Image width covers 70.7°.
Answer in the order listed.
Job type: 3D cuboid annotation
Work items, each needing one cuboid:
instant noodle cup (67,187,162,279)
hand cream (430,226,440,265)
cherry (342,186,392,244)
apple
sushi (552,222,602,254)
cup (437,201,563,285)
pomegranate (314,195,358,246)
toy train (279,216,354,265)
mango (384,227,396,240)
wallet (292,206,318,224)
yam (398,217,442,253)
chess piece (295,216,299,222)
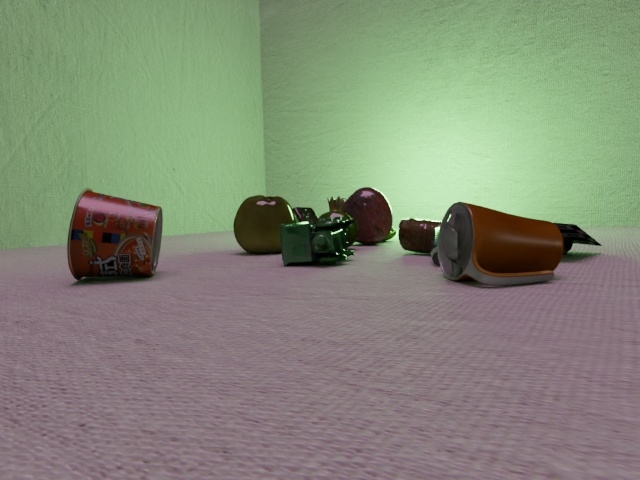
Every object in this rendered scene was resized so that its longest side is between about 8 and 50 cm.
[{"bbox_3d":[-0.545,-0.007,1.231,0.192,0.250,0.250,7,2,-13],"label":"instant noodle cup"},{"bbox_3d":[0.381,0.002,1.394,0.091,0.058,0.271,-7,19,24],"label":"hand cream"},{"bbox_3d":[0.211,-0.108,2.093,0.307,0.261,0.221,49,7,31],"label":"cherry"},{"bbox_3d":[-0.220,-0.061,1.827,0.263,0.261,0.262,-2,4,0],"label":"apple"},{"bbox_3d":[0.691,-0.001,1.497,0.360,0.064,0.343,8,-5,45],"label":"sushi"},{"bbox_3d":[0.412,0.022,1.034,0.264,0.182,0.226,4,36,-9],"label":"cup"},{"bbox_3d":[0.064,-0.072,1.868,0.187,0.224,0.187,-2,-10,0],"label":"pomegranate"},{"bbox_3d":[0.000,0.000,1.451,0.202,0.144,0.266,-3,3,18],"label":"toy train"},{"bbox_3d":[0.298,-0.041,2.245,0.179,0.100,0.119,4,39,-35],"label":"mango"},{"bbox_3d":[-0.030,-0.060,1.997,0.122,0.232,0.031,-5,-37,-43],"label":"wallet"},{"bbox_3d":[0.393,-0.013,1.601,0.239,0.127,0.129,8,-21,39],"label":"yam"},{"bbox_3d":[-0.087,-0.054,2.110,0.300,0.194,0.195,7,1,-19],"label":"chess piece"}]
